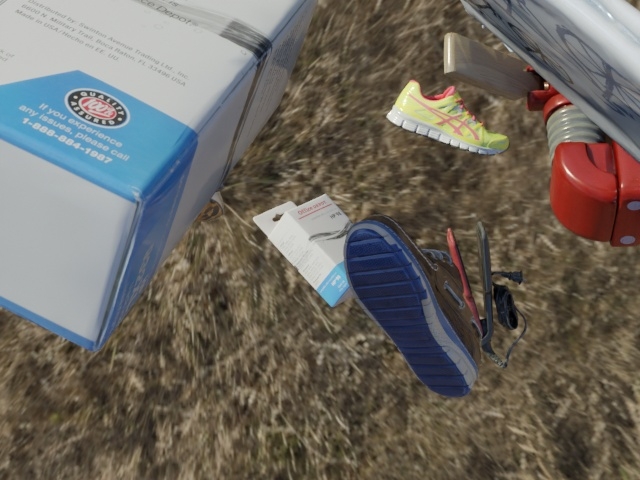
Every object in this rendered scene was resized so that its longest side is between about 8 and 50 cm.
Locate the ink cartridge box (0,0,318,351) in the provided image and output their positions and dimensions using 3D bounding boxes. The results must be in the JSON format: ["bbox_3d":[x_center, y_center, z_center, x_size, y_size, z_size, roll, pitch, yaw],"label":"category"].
[{"bbox_3d":[-0.157,-0.109,0.722,0.223,0.307,0.129,25,129,3],"label":"ink cartridge box"}]

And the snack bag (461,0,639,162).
[{"bbox_3d":[0.159,-0.139,0.752,0.037,0.342,0.323,-46,62,8],"label":"snack bag"}]

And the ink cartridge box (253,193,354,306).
[{"bbox_3d":[0.000,0.000,1.651,0.180,0.104,0.060,47,128,13],"label":"ink cartridge box"}]

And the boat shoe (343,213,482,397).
[{"bbox_3d":[0.076,0.042,0.897,0.183,0.066,0.066,61,43,-33],"label":"boat shoe"}]

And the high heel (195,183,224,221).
[{"bbox_3d":[-0.246,-0.054,1.754,0.186,0.261,0.093,-22,88,-8],"label":"high heel"}]

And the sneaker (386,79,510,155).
[{"bbox_3d":[0.221,-0.203,1.867,0.209,0.081,0.094,19,99,-8],"label":"sneaker"}]

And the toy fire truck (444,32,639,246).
[{"bbox_3d":[0.247,-0.116,1.121,0.247,0.158,0.217,-1,57,7],"label":"toy fire truck"}]

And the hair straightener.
[{"bbox_3d":[0.236,0.075,1.518,0.089,0.047,0.230,-16,117,5],"label":"hair straightener"}]
